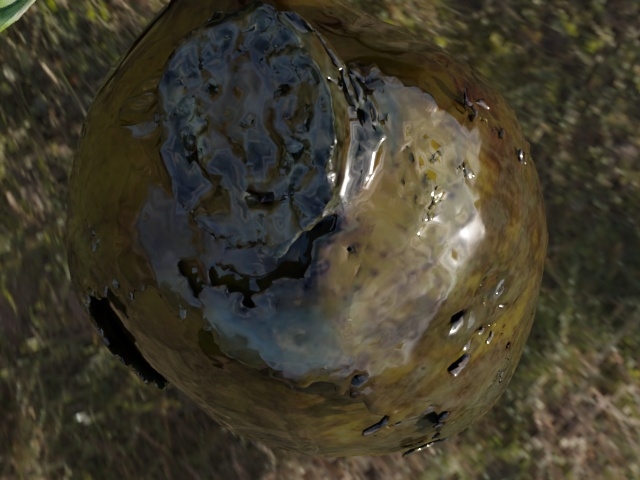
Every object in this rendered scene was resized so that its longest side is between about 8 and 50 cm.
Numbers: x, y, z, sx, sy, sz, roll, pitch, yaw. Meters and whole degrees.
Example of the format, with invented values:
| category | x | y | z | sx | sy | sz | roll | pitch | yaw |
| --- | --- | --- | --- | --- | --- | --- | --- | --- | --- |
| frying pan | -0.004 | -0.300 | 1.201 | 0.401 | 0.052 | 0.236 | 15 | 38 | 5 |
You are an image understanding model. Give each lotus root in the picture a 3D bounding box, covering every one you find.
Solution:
| category | x | y | z | sx | sy | sz | roll | pitch | yaw |
| --- | --- | --- | --- | --- | --- | --- | --- | --- | --- |
| lotus root | 0.000 | 0.000 | 0.753 | 0.196 | 0.397 | 0.179 | 13 | 78 | 10 |

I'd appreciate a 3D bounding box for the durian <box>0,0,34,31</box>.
| category | x | y | z | sx | sy | sz | roll | pitch | yaw |
| --- | --- | --- | --- | --- | --- | --- | --- | --- | --- |
| durian | -0.156 | -0.286 | 0.955 | 0.132 | 0.106 | 0.375 | 11 | 100 | -15 |
